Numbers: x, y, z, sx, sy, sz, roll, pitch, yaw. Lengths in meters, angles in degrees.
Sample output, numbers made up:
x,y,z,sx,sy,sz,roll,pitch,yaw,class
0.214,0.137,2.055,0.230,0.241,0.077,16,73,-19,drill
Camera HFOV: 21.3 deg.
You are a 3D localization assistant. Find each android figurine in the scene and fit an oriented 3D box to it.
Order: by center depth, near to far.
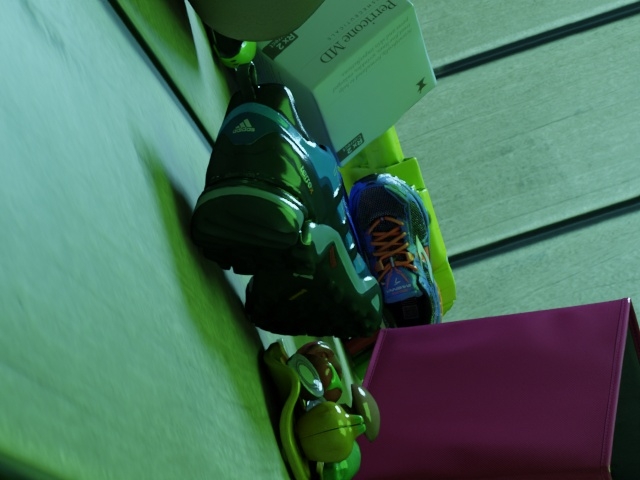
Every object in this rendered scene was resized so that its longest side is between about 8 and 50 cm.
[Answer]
x,y,z,sx,sy,sz,roll,pitch,yaw,class
0.084,-0.010,2.007,0.248,0.056,0.272,11,-61,69,android figurine

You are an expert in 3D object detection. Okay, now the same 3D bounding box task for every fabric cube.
x,y,z,sx,sy,sz,roll,pitch,yaw,class
0.189,0.239,1.626,0.254,0.258,0.259,-71,146,-53,fabric cube

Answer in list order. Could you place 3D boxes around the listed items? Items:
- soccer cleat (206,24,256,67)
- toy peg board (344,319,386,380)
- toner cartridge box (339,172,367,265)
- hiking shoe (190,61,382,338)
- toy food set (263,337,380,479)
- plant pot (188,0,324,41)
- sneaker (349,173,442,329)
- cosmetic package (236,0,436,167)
x,y,z,sx,sy,sz,roll,pitch,yaw,class
-0.104,-0.266,1.757,0.072,0.060,0.178,-14,89,-84,soccer cleat
0.051,0.098,2.223,0.160,0.079,0.161,55,7,-9,toy peg board
0.000,0.000,1.853,0.348,0.075,0.165,22,49,-85,toner cartridge box
-0.010,-0.012,1.314,0.304,0.113,0.132,64,32,-66,hiking shoe
0.007,0.136,1.403,0.218,0.071,0.128,-65,137,-84,toy food set
-0.056,-0.311,1.546,0.274,0.257,0.256,99,-22,-62,plant pot
0.088,0.028,1.847,0.087,0.083,0.221,-85,157,-64,sneaker
0.004,-0.212,1.865,0.184,0.151,0.151,41,-14,32,cosmetic package
